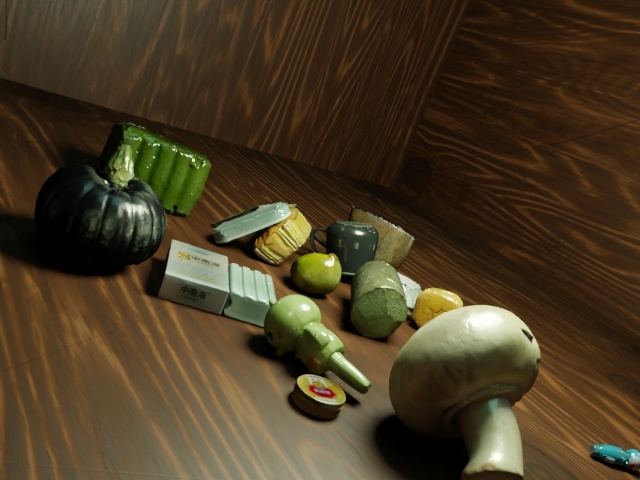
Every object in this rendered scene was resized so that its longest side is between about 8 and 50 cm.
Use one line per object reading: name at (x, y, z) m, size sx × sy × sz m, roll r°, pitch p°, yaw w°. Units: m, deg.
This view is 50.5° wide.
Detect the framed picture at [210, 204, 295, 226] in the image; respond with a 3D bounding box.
framed picture at (-0.217, -0.082, 2.249) m, size 0.197 × 0.014 × 0.252 m, roll -19°, pitch -5°, yaw 26°

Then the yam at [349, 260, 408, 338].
yam at (0.156, 0.159, 1.857) m, size 0.161 × 0.161 × 0.268 m, roll 21°, pitch 13°, yaw -4°

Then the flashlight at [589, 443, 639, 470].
flashlight at (0.699, 0.509, 1.604) m, size 0.129 × 0.051 × 0.051 m, roll 16°, pitch 14°, yaw -4°

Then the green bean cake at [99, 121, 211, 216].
green bean cake at (-0.541, -0.235, 2.217) m, size 0.335 × 0.218 × 0.319 m, roll 23°, pitch 5°, yaw -22°

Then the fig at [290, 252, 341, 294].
fig at (-0.013, 0.096, 1.935) m, size 0.153 × 0.121 × 0.136 m, roll 0°, pitch 1°, yaw 19°

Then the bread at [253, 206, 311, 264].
bread at (-0.120, -0.018, 2.133) m, size 0.119 × 0.152 × 0.288 m, roll 49°, pitch 12°, yaw -7°

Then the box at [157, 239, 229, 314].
box at (-0.303, 0.083, 1.637) m, size 0.155 × 0.067 × 0.243 m, roll 20°, pitch 15°, yaw -16°

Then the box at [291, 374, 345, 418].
box at (-0.004, 0.304, 1.323) m, size 0.105 × 0.037 × 0.105 m, roll 21°, pitch 13°, yaw -5°

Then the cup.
cup at (0.073, 0.026, 2.191) m, size 0.223 × 0.177 × 0.169 m, roll 8°, pitch 10°, yaw 15°

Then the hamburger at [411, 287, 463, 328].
hamburger at (0.343, 0.213, 1.979) m, size 0.147 × 0.138 × 0.083 m, roll 18°, pitch 14°, yaw 19°

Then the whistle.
whistle at (-0.025, 0.231, 1.455) m, size 0.141 × 0.141 × 0.294 m, roll 5°, pitch 39°, yaw -49°

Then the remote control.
remote control at (-0.208, -0.053, 2.035) m, size 0.247 × 0.052 × 0.104 m, roll -21°, pitch 16°, yaw 3°

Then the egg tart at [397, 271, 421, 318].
egg tart at (0.240, 0.159, 2.122) m, size 0.234 × 0.094 × 0.234 m, roll 21°, pitch 11°, yaw -4°

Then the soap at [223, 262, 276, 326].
soap at (-0.175, 0.131, 1.653) m, size 0.119 × 0.067 × 0.198 m, roll 20°, pitch 14°, yaw -14°

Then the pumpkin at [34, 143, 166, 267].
pumpkin at (-0.488, -0.080, 1.549) m, size 0.295 × 0.296 × 0.296 m, roll 21°, pitch 14°, yaw -5°

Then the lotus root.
lotus root at (0.202, 0.005, 2.455) m, size 0.272 × 0.192 × 0.272 m, roll 20°, pitch 4°, yaw -1°

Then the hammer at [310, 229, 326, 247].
hammer at (0.001, -0.001, 2.303) m, size 0.297 × 0.027 × 0.125 m, roll 39°, pitch 8°, yaw -12°

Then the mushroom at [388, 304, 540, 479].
mushroom at (0.267, 0.289, 1.333) m, size 0.315 × 0.356 × 0.315 m, roll 26°, pitch -29°, yaw 16°
